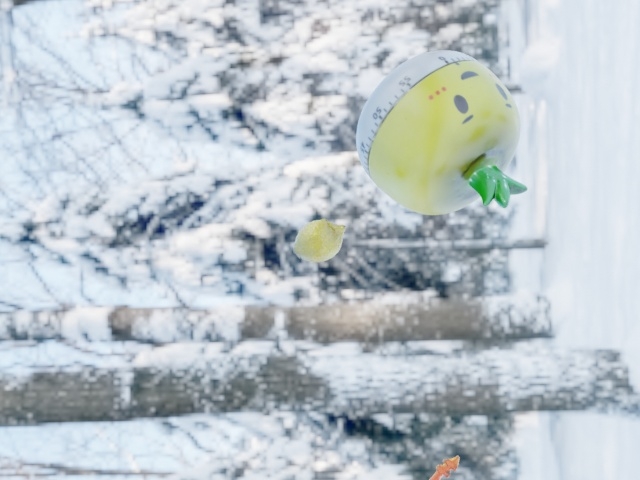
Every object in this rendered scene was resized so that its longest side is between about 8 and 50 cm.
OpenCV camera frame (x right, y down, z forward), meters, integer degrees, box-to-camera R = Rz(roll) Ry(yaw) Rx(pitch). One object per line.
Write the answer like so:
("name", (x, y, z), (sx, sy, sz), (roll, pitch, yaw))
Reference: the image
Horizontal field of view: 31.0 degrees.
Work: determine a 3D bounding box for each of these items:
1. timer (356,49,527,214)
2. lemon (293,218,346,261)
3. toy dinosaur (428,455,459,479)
("timer", (0.219, -0.141, 1.841), (0.285, 0.285, 0.285), (-2, -90, -83))
("lemon", (0.000, 0.000, 1.786), (0.065, 0.092, 0.065), (56, -166, -23))
("toy dinosaur", (0.047, 0.336, 1.220), (0.070, 0.288, 0.117), (44, -154, -2))
